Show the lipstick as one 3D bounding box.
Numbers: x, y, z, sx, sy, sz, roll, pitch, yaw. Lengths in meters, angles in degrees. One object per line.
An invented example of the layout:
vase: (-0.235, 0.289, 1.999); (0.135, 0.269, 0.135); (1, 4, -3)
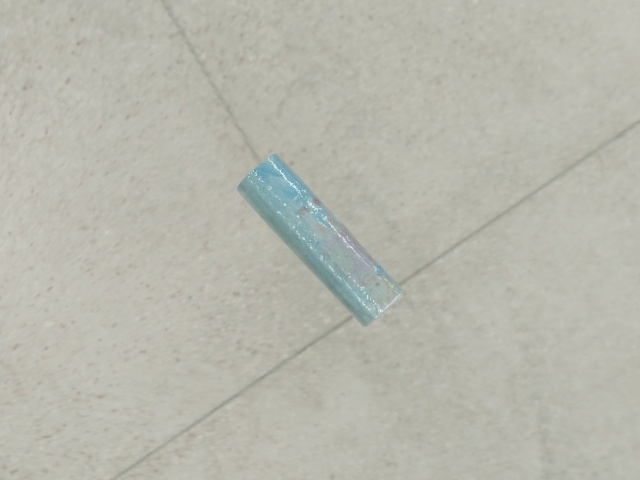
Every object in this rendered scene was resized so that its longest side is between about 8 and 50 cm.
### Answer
lipstick: (0.000, 0.000, 0.929); (0.048, 0.048, 0.158); (-41, 85, -25)
